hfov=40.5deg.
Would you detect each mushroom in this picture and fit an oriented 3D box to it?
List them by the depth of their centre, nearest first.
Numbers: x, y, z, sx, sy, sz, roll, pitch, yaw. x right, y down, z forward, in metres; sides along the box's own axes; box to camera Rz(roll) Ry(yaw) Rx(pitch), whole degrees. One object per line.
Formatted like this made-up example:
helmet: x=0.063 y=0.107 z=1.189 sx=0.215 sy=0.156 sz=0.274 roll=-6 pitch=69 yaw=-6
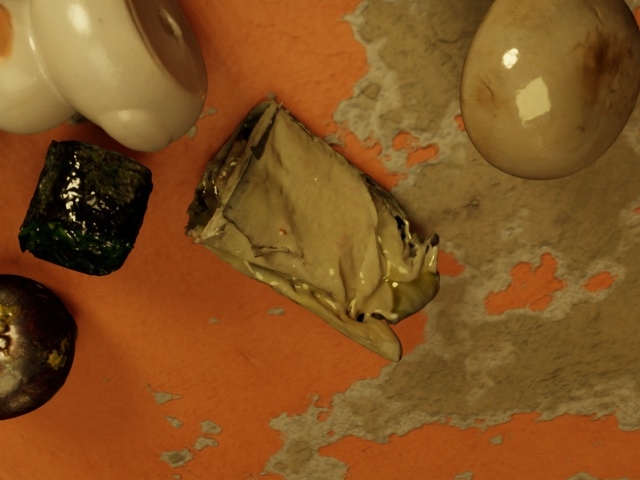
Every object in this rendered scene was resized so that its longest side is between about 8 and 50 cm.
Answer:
mushroom: x=0.242 y=-0.179 z=0.943 sx=0.226 sy=0.178 sz=0.227 roll=-22 pitch=129 yaw=-30

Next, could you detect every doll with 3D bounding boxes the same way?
doll: x=-0.238 y=-0.173 z=0.855 sx=0.221 sy=0.221 sz=0.251 roll=-28 pitch=159 yaw=16

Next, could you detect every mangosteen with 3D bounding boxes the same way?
mangosteen: x=-0.411 y=0.146 z=1.140 sx=0.192 sy=0.192 sz=0.217 roll=-5 pitch=160 yaw=-2

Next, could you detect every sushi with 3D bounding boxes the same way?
sushi: x=-0.261 y=-0.029 z=0.967 sx=0.124 sy=0.127 sz=0.225 roll=19 pitch=168 yaw=-19

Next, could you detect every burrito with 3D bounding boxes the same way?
burrito: x=-0.002 y=0.003 z=1.071 sx=0.332 sy=0.190 sz=0.135 roll=37 pitch=152 yaw=-27
